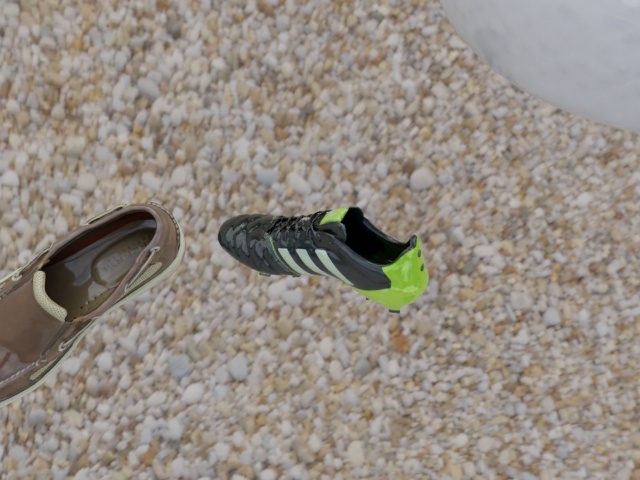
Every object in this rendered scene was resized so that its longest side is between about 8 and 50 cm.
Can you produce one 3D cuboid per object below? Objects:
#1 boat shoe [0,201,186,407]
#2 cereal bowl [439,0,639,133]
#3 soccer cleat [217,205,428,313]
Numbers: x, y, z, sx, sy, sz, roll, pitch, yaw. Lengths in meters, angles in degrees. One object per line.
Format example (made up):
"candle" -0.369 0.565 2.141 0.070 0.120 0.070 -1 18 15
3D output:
"boat shoe" -0.232 0.050 0.877 0.257 0.095 0.095 -41 83 -9
"cereal bowl" 0.219 -0.221 0.550 0.338 0.141 0.339 -5 55 8
"soccer cleat" 0.000 0.000 0.802 0.178 0.072 0.060 15 46 22
